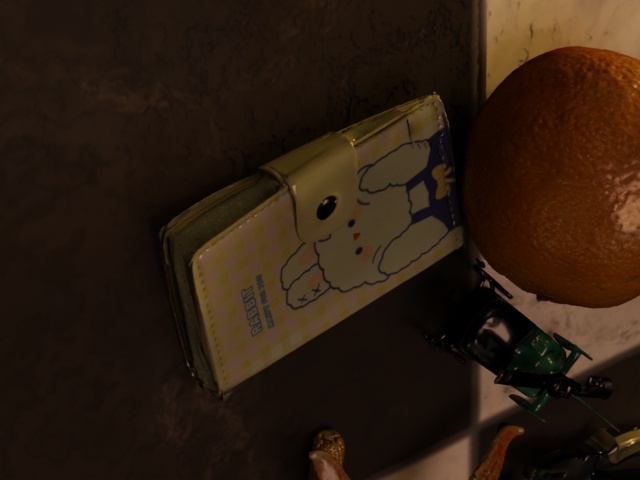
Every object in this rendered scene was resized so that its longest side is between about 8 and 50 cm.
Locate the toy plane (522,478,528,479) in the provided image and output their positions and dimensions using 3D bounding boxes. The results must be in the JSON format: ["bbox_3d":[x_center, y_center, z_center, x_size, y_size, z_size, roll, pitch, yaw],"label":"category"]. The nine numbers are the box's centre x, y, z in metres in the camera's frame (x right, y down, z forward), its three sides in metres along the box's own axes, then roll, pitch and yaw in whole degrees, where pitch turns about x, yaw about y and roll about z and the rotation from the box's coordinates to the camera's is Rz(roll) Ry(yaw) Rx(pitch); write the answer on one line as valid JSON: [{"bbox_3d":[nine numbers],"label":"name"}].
[{"bbox_3d":[0.215,0.400,2.003,0.245,0.117,0.244,-6,101,-34],"label":"toy plane"}]

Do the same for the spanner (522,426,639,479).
[{"bbox_3d":[0.355,0.275,2.067,0.325,0.040,0.095,4,114,-45],"label":"spanner"}]

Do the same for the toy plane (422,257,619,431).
[{"bbox_3d":[0.222,0.130,1.813,0.106,0.155,0.382,-52,152,0],"label":"toy plane"}]

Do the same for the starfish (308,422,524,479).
[{"bbox_3d":[0.097,0.394,1.827,0.398,0.132,0.383,1,97,-20],"label":"starfish"}]

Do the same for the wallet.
[{"bbox_3d":[0.000,0.000,1.603,0.309,0.077,0.223,-31,135,-22],"label":"wallet"}]

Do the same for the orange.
[{"bbox_3d":[0.262,-0.058,1.662,0.264,0.264,0.264,-20,127,-28],"label":"orange"}]

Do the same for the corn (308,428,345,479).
[{"bbox_3d":[0.006,0.244,1.790,0.037,0.037,0.092,-14,129,-31],"label":"corn"}]
